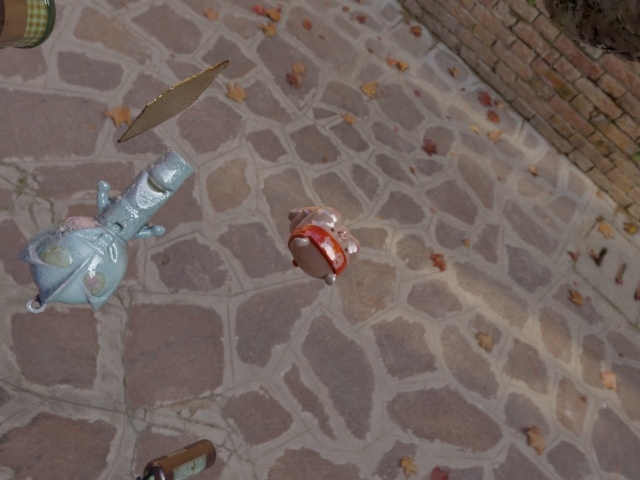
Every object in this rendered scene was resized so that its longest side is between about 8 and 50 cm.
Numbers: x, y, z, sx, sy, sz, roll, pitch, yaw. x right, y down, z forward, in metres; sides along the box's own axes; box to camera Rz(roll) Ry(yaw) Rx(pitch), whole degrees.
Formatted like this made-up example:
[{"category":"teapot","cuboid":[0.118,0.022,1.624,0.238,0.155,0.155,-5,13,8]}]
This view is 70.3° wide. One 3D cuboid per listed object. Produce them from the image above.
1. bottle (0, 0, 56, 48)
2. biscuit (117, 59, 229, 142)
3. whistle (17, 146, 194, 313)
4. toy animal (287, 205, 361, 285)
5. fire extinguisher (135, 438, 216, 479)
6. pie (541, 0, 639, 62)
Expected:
[{"category":"bottle","cuboid":[-0.459,-0.283,0.541,0.156,0.143,0.271,2,27,14]},{"category":"biscuit","cuboid":[-0.325,-0.304,1.004,0.013,0.232,0.237,53,47,-14]},{"category":"whistle","cuboid":[-0.349,-0.013,0.746,0.142,0.133,0.346,42,83,-3]},{"category":"toy animal","cuboid":[0.000,0.000,1.053,0.171,0.172,0.198,17,22,-13]},{"category":"fire extinguisher","cuboid":[-0.340,0.524,1.059,0.071,0.099,0.231,54,20,23]},{"category":"pie","cuboid":[0.330,-0.335,0.382,0.180,0.396,0.418,-2,30,3]}]
